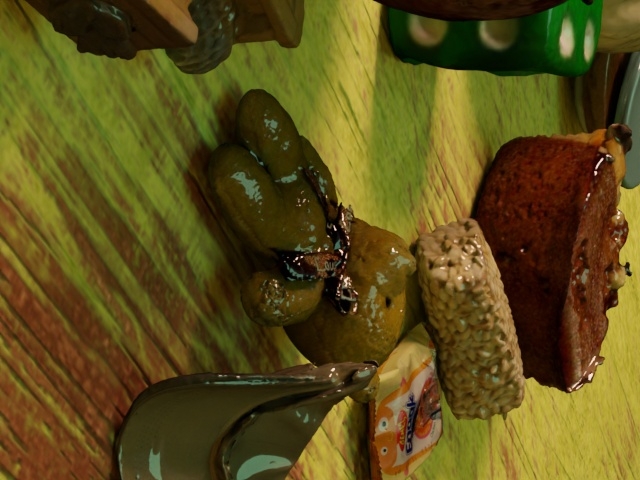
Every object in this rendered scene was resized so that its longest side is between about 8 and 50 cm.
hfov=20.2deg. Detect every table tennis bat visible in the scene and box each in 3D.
[{"bbox_3d":[0.313,-0.166,1.708,0.149,0.038,0.237,-22,123,-61],"label":"table tennis bat"}]

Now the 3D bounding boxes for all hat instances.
[{"bbox_3d":[-0.054,0.111,1.060,0.175,0.085,0.147,19,100,-43],"label":"hat"}]

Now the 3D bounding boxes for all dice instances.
[{"bbox_3d":[0.129,-0.179,1.296,0.128,0.131,0.120,-3,99,-64],"label":"dice"}]

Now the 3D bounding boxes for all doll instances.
[{"bbox_3d":[0.000,0.000,1.108,0.209,0.097,0.137,57,30,-45],"label":"doll"}]

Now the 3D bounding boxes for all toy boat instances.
[{"bbox_3d":[-0.105,-0.159,0.832,0.321,0.089,0.121,36,60,-58],"label":"toy boat"}]

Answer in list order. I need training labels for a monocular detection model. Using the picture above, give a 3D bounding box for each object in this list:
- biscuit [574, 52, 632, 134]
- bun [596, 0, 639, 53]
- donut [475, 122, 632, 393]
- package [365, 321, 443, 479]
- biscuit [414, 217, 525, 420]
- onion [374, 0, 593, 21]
[{"bbox_3d":[0.283,-0.186,1.732,0.208,0.049,0.181,-66,151,-29],"label":"biscuit"},{"bbox_3d":[0.273,-0.315,1.482,0.359,0.211,0.360,6,90,-66],"label":"bun"},{"bbox_3d":[0.186,0.008,1.483,0.144,0.126,0.187,-47,134,-42],"label":"donut"},{"bbox_3d":[0.061,0.131,1.349,0.121,0.031,0.108,-42,133,-55],"label":"package"},{"bbox_3d":[0.117,0.063,1.403,0.082,0.070,0.168,-102,176,-51],"label":"biscuit"},{"bbox_3d":[0.083,-0.321,1.009,0.385,0.348,0.348,48,42,-12],"label":"onion"}]
